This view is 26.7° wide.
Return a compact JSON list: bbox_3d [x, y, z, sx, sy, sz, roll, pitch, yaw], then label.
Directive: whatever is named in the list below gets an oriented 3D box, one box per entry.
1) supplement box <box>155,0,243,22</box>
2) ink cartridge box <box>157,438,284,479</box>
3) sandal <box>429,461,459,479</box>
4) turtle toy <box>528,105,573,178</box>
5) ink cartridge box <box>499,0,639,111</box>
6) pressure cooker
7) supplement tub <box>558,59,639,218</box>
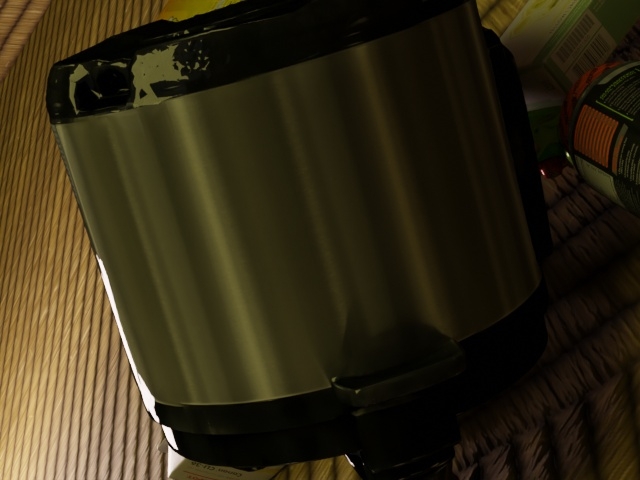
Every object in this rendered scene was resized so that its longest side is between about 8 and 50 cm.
[{"bbox_3d":[-0.070,-0.244,1.696,0.195,0.194,0.356,-57,24,-6],"label":"supplement box"},{"bbox_3d":[-0.101,0.234,1.568,0.198,0.115,0.067,-48,34,42],"label":"ink cartridge box"},{"bbox_3d":[0.111,0.263,1.195,0.090,0.060,0.219,146,122,-61],"label":"sandal"},{"bbox_3d":[0.210,-0.093,1.218,0.095,0.066,0.130,-49,20,-14],"label":"turtle toy"},{"bbox_3d":[0.196,-0.187,1.256,0.171,0.056,0.235,-52,20,-20],"label":"ink cartridge box"},{"bbox_3d":[-0.006,0.002,1.137,0.376,0.370,0.420,-8,104,32],"label":"pressure cooker"},{"bbox_3d":[0.267,-0.071,1.031,0.117,0.117,0.190,-65,25,12],"label":"supplement tub"}]
